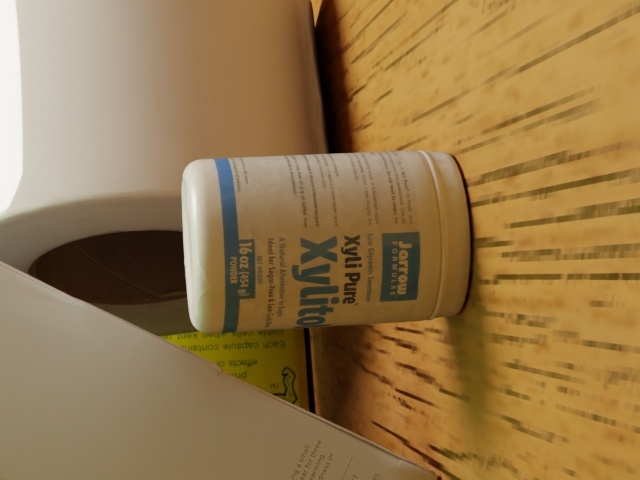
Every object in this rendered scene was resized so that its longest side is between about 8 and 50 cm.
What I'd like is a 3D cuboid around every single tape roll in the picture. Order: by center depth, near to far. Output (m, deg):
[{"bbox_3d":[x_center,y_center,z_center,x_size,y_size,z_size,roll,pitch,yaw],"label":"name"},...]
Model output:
[{"bbox_3d":[-0.116,-0.055,0.845,0.246,0.246,0.169,107,157,-67],"label":"tape roll"}]

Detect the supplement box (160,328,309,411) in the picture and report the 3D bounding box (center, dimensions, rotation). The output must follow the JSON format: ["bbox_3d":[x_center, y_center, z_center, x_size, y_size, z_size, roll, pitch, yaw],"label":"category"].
[{"bbox_3d":[-0.114,0.116,1.057,0.194,0.195,0.356,127,140,-77],"label":"supplement box"}]

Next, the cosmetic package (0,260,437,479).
[{"bbox_3d":[-0.117,0.122,0.759,0.097,0.284,0.377,-62,0,-16],"label":"cosmetic package"}]

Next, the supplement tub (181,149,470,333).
[{"bbox_3d":[0.000,0.000,0.546,0.071,0.107,0.071,177,90,-82],"label":"supplement tub"}]
